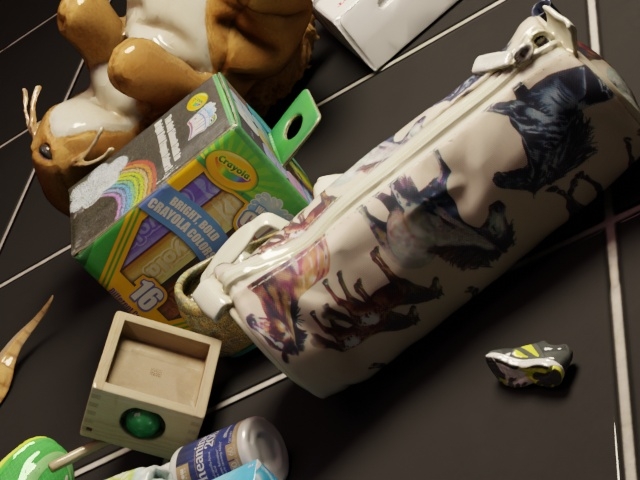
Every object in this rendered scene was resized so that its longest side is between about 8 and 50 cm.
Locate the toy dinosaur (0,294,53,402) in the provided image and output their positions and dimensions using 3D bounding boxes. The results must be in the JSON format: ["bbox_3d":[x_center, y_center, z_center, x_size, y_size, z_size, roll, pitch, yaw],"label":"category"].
[{"bbox_3d":[-0.403,0.167,1.783,0.112,0.064,0.212,6,60,33],"label":"toy dinosaur"}]

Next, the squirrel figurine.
[{"bbox_3d":[-0.183,-0.177,1.774,0.281,0.397,0.370,31,94,20],"label":"squirrel figurine"}]

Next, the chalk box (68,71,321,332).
[{"bbox_3d":[-0.108,-0.048,1.568,0.289,0.179,0.180,-37,27,8],"label":"chalk box"}]

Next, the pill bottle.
[{"bbox_3d":[-0.093,0.207,1.290,0.120,0.067,0.067,-27,31,27],"label":"pill bottle"}]

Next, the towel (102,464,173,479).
[{"bbox_3d":[-0.241,0.365,1.097,0.374,0.090,0.321,-27,38,29],"label":"towel"}]

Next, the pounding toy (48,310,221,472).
[{"bbox_3d":[-0.180,0.161,1.407,0.141,0.130,0.100,-81,9,-51],"label":"pounding toy"}]

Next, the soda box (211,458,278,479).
[{"bbox_3d":[-0.119,0.269,1.235,0.210,0.067,0.071,-29,30,25],"label":"soda box"}]

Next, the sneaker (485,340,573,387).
[{"bbox_3d":[0.169,0.098,1.155,0.035,0.031,0.083,-41,28,-30],"label":"sneaker"}]

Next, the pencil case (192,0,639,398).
[{"bbox_3d":[0.091,-0.028,1.268,0.410,0.183,0.160,-38,34,7],"label":"pencil case"}]

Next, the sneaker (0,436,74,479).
[{"bbox_3d":[-0.272,0.317,1.344,0.123,0.109,0.296,-16,42,26],"label":"sneaker"}]

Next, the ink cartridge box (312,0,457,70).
[{"bbox_3d":[0.071,-0.321,1.824,0.158,0.092,0.218,-41,25,2],"label":"ink cartridge box"}]

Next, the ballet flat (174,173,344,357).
[{"bbox_3d":[0.000,0.000,1.422,0.348,0.123,0.123,-31,29,20],"label":"ballet flat"}]
